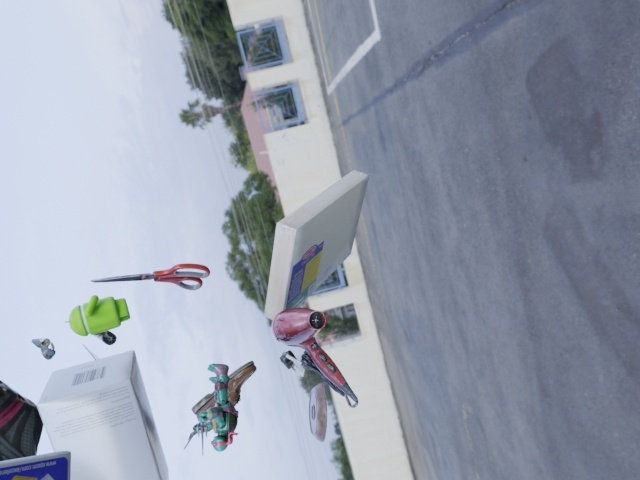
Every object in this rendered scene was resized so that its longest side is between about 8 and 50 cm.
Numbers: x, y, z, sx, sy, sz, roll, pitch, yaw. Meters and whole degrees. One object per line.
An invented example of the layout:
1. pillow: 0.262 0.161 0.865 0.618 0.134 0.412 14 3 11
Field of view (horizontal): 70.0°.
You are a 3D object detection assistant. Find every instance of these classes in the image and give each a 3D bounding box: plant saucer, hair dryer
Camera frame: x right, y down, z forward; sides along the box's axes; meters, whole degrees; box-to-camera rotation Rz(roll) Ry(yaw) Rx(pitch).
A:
1. plant saucer: -0.010 0.511 1.359 0.168 0.029 0.168 -176 90 -78
2. hair dryer: -0.007 0.228 0.975 0.224 0.080 0.293 22 146 26

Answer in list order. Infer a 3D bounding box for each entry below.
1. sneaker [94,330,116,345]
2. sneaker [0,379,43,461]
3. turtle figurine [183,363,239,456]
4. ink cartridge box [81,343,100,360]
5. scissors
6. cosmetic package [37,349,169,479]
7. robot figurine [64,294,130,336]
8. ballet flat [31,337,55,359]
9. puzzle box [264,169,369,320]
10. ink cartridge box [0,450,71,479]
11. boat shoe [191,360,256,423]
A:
1. sneaker: -0.754 0.303 1.544 0.058 0.052 0.135 -2 128 49
2. sneaker: -0.872 0.475 1.220 0.202 0.186 0.481 -12 -93 -71
3. turtle figurine: -0.267 0.444 1.161 0.234 0.118 0.175 -94 27 -42
4. ink cartridge box: -0.624 0.422 1.340 0.235 0.056 0.171 39 153 14
5. scissors: -0.450 0.089 1.223 0.109 0.298 0.021 119 151 -44
6. cosmetic package: -0.494 0.474 1.077 0.155 0.197 0.364 -144 44 -67
7. robot figurine: -0.452 0.154 0.930 0.067 0.115 0.101 65 156 21
8. ballet flat: -0.819 0.314 1.361 0.114 0.041 0.041 25 142 35
9. puzzle box: 0.000 0.000 1.181 0.409 0.052 0.271 -40 -32 -53
10. ink cartridge box: -0.477 0.460 0.593 0.304 0.072 0.306 35 -137 -62
11. boat shoe: -0.355 0.604 1.792 0.104 0.307 0.111 48 -178 19
